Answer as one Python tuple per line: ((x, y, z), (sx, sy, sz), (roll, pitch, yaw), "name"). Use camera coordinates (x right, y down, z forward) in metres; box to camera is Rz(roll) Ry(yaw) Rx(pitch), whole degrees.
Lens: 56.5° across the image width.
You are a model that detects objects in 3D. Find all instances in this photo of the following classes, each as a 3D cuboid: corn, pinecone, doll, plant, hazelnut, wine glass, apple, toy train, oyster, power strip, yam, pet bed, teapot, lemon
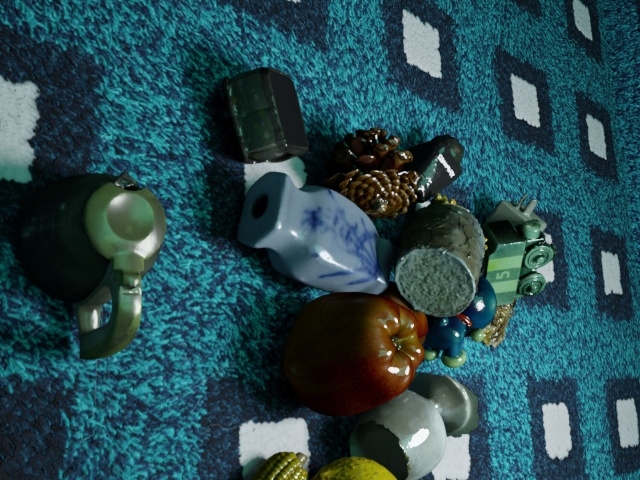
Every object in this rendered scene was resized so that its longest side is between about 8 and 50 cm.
((-0.129, 0.569, 1.245), (0.322, 0.119, 0.119), (-45, 111, -38), "corn")
((0.132, -0.180, 1.584), (0.264, 0.264, 0.264), (12, 73, -41), "pinecone")
((0.408, 0.211, 1.761), (0.322, 0.199, 0.186), (-54, 142, -40), "doll")
((0.338, -0.229, 1.835), (0.256, 0.164, 0.142), (-48, 113, -26), "plant")
((0.201, 0.213, 1.582), (0.181, 0.212, 0.180), (29, 84, 12), "hazelnut")
((0.234, 0.478, 1.523), (0.323, 0.238, 0.238), (-22, 96, -48), "wine glass")
((0.069, 0.257, 1.381), (0.288, 0.317, 0.288), (32, 50, -49), "apple")
((0.601, 0.066, 1.897), (0.167, 0.238, 0.299), (-104, -171, -53), "toy train")
((0.609, 0.246, 2.026), (0.214, 0.083, 0.222), (-14, 96, -41), "oyster")
((0.667, -0.057, 2.033), (0.140, 0.224, 0.139), (7, 33, -41), "power strip")
((0.319, 0.047, 1.584), (0.241, 0.241, 0.348), (63, 23, -12), "yam")
((-0.144, -0.287, 1.416), (0.183, 0.159, 0.210), (-17, 94, -70), "pet bed")
((-0.399, 0.021, 1.040), (0.239, 0.239, 0.321), (35, 60, -30), "teapot")
((0.083, 0.630, 1.313), (0.258, 0.258, 0.310), (-31, 103, -42), "lemon")

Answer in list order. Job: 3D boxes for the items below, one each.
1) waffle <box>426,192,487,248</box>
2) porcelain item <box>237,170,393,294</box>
((0.408, -0.033, 1.807), (0.051, 0.228, 0.231), (-37, 73, -16), "waffle")
((0.000, 0.000, 1.453), (0.405, 0.178, 0.242), (30, 59, -39), "porcelain item")
